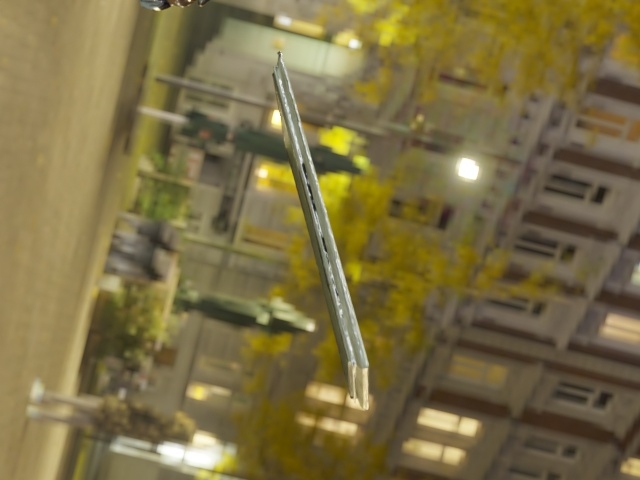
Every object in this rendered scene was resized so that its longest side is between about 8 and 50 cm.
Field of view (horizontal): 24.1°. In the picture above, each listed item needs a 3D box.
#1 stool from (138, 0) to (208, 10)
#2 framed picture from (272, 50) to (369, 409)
[{"bbox_3d":[-0.146,-0.280,1.228,0.121,0.125,0.217,28,40,-54],"label":"stool"},{"bbox_3d":[0.000,0.000,0.859,0.142,0.011,0.183,83,-8,-75],"label":"framed picture"}]
